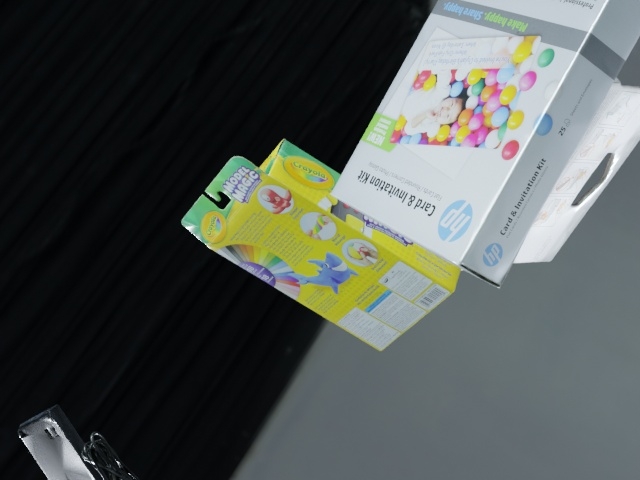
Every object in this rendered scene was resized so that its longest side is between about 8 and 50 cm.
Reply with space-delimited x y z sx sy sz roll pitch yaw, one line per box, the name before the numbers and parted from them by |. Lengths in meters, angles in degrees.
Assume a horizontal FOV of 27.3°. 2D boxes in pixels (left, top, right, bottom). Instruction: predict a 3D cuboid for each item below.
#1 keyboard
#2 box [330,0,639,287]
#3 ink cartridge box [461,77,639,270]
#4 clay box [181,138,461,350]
keyboard | -0.175 0.220 1.115 0.100 0.038 0.192 -28 97 47
box | 0.096 -0.082 0.760 0.038 0.186 0.145 27 -177 -34
ink cartridge box | 0.276 -0.093 1.650 0.261 0.296 0.066 -4 -136 -48
clay box | 0.000 0.000 1.160 0.222 0.053 0.127 33 138 -11
